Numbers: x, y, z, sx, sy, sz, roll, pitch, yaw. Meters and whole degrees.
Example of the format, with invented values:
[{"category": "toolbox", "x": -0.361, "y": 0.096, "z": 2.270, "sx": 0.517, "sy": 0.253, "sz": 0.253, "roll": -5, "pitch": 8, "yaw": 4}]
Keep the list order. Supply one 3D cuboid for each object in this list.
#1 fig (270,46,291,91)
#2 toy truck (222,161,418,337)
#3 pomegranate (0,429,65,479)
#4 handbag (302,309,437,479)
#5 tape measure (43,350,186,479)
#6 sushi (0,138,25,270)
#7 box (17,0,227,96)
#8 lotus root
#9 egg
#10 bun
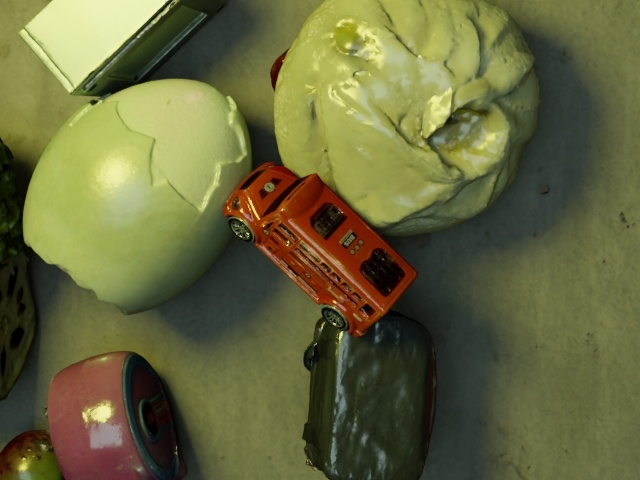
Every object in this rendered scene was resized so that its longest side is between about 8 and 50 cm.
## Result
[{"category": "fig", "x": -0.009, "y": -0.217, "z": 1.795, "sx": 0.125, "sy": 0.089, "sz": 0.089, "roll": 38, "pitch": 101, "yaw": -24}, {"category": "toy truck", "x": 0.000, "y": 0.000, "z": 1.643, "sx": 0.253, "sy": 0.114, "sz": 0.107, "roll": 44, "pitch": 59, "yaw": -2}, {"category": "pomegranate", "x": -0.406, "y": 0.340, "z": 1.878, "sx": 0.159, "sy": 0.129, "sz": 0.129, "roll": -18, "pitch": 93, "yaw": 3}, {"category": "handbag", "x": 0.070, "y": 0.216, "z": 1.765, "sx": 0.181, "sy": 0.181, "sz": 0.254, "roll": 3, "pitch": 88, "yaw": -9}, {"category": "tape measure", "x": -0.292, "y": 0.283, "z": 1.805, "sx": 0.149, "sy": 0.231, "sz": 0.245, "roll": -17, "pitch": 89, "yaw": 10}, {"category": "sushi", "x": -0.592, "y": -0.049, "z": 1.710, "sx": 0.294, "sy": 0.352, "sz": 0.178, "roll": 25, "pitch": 129, "yaw": 35}, {"category": "box", "x": -0.259, "y": -0.308, "z": 1.739, "sx": 0.225, "sy": 0.225, "sz": 0.117, "roll": -41, "pitch": 89, "yaw": 10}, {"category": "lotus root", "x": -0.603, "y": 0.110, "z": 1.826, "sx": 0.346, "sy": 0.250, "sz": 0.250, "roll": 5, "pitch": 96, "yaw": 3}, {"category": "egg", "x": -0.239, "y": -0.075, "z": 1.735, "sx": 0.278, "sy": 0.278, "sz": 0.336, "roll": 36, "pitch": 96, "yaw": 4}, {"category": "bun", "x": 0.118, "y": -0.165, "z": 1.673, "sx": 0.365, "sy": 0.219, "sz": 0.365, "roll": -2, "pitch": 108, "yaw": -7}]
